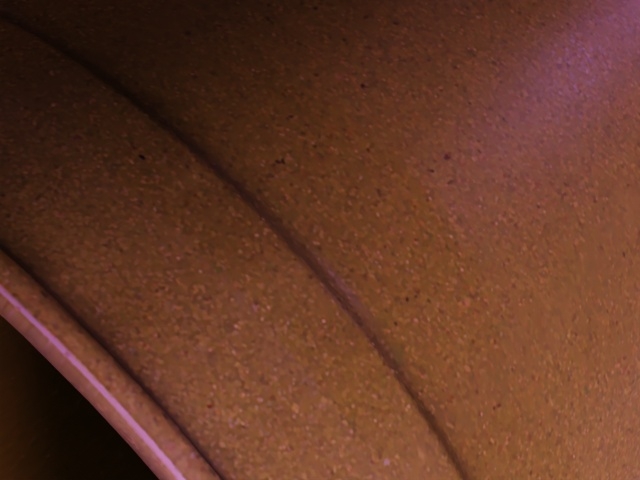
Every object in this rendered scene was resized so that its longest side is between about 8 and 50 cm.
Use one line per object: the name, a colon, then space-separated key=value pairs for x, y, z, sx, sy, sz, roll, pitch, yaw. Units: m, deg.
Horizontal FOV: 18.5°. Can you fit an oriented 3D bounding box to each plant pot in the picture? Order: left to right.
plant pot: x=0.000 y=0.000 z=0.697 sx=0.353 sy=0.366 sz=0.366 roll=-43 pitch=128 yaw=-30
